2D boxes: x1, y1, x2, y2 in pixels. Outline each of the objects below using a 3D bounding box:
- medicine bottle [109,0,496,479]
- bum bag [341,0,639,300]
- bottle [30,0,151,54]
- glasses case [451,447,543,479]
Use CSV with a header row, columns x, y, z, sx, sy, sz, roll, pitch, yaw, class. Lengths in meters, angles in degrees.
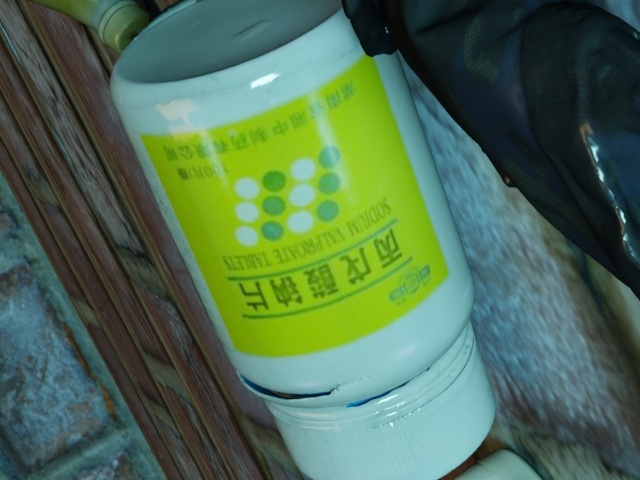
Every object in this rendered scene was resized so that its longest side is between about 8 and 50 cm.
x,y,z,sx,sy,sz,roll,pitch,yaw,class
0.000,0.000,0.708,0.143,0.143,0.258,33,149,57,medicine bottle
0.077,-0.061,0.493,0.310,0.074,0.137,52,174,44,bum bag
-0.222,-0.228,1.086,0.269,0.083,0.083,41,155,34,bottle
0.117,0.203,0.868,0.083,0.050,0.196,54,162,27,glasses case
